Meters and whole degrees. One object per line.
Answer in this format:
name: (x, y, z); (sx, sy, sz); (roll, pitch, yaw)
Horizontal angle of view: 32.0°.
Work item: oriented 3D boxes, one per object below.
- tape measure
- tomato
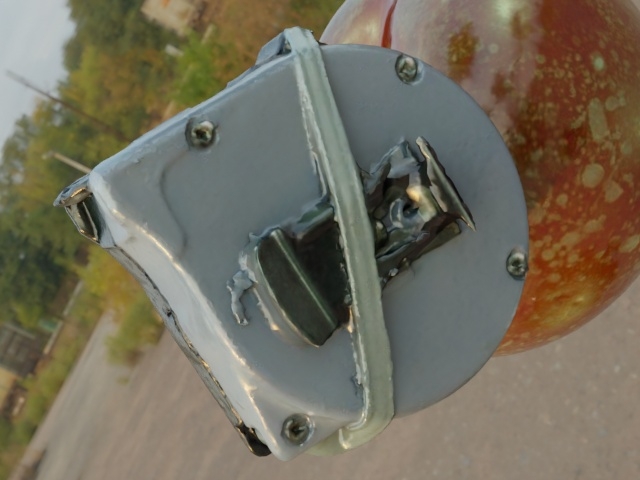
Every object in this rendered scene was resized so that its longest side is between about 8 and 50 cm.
tape measure: (0.004, -0.002, 0.514); (0.181, 0.182, 0.107); (-41, 10, -19)
tomato: (0.110, -0.055, 0.725); (0.270, 0.222, 0.270); (-43, 38, 46)
